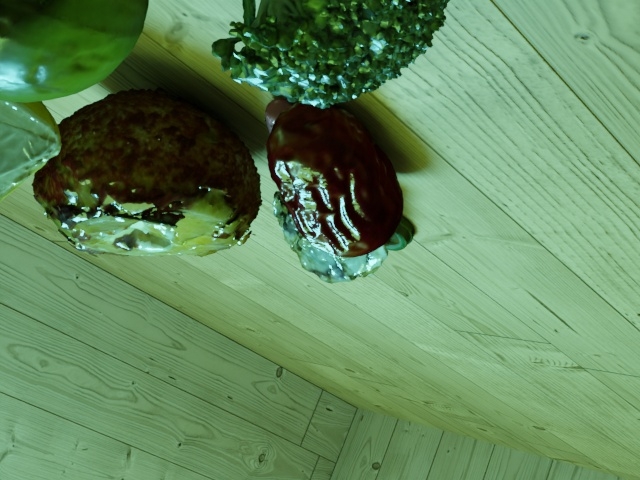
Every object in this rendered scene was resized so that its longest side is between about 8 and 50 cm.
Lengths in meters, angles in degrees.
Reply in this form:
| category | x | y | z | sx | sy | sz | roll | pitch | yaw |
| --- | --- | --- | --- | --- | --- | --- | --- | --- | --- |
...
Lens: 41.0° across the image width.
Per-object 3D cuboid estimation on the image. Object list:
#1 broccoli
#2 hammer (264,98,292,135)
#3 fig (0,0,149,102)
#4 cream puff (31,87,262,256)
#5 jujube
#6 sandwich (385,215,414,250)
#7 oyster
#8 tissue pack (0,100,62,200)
| category | x | y | z | sx | sy | sz | roll | pitch | yaw |
| --- | --- | --- | --- | --- | --- | --- | --- | --- | --- |
| broccoli | -0.058 | -0.255 | 0.594 | 0.361 | 0.221 | 0.252 | 29 | -161 | -18 |
| hammer | -0.052 | -0.155 | 1.124 | 0.043 | 0.043 | 0.083 | 21 | 165 | 9 |
| fig | -0.271 | -0.253 | 0.815 | 0.239 | 0.239 | 0.271 | 16 | -168 | 24 |
| cream puff | -0.249 | -0.097 | 1.236 | 0.351 | 0.228 | 0.350 | -2 | 166 | 0 |
| jujube | 0.019 | -0.078 | 1.097 | 0.155 | 0.155 | 0.230 | 14 | 152 | 29 |
| sandwich | 0.114 | -0.015 | 1.361 | 0.067 | 0.029 | 0.135 | 17 | 162 | 18 |
| oyster | 0.001 | 0.004 | 1.373 | 0.201 | 0.107 | 0.354 | 27 | 179 | -2 |
| tissue pack | -0.518 | -0.219 | 1.002 | 0.382 | 0.228 | 0.293 | 46 | -179 | 40 |
